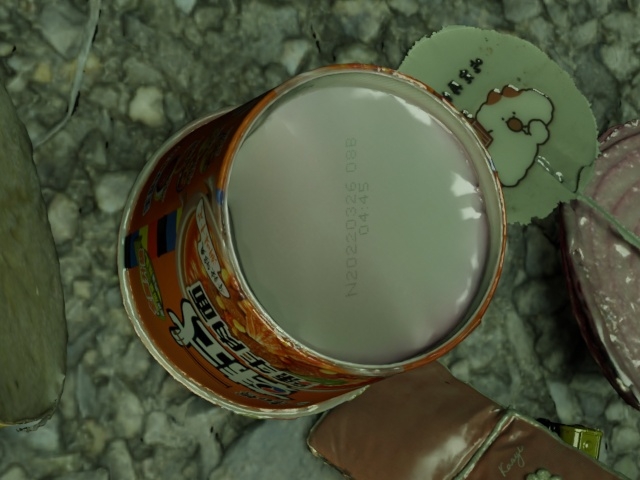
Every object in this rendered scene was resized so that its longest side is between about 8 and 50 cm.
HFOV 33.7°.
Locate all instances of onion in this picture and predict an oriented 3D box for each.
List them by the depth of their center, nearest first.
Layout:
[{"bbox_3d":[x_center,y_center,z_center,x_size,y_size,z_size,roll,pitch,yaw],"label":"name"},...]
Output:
[{"bbox_3d":[0.313,0.018,0.931,0.250,0.111,0.247,-16,71,-12],"label":"onion"}]

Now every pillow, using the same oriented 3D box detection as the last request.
[{"bbox_3d":[0.113,0.176,0.809,0.232,0.043,0.126,32,65,19],"label":"pillow"}]

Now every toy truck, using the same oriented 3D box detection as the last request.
[{"bbox_3d":[0.208,0.196,0.895,0.049,0.054,0.083,13,82,-22],"label":"toy truck"}]

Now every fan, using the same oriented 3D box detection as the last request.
[{"bbox_3d":[0.196,-0.052,0.876,0.329,0.009,0.191,40,61,4],"label":"fan"}]

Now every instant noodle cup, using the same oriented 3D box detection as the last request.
[{"bbox_3d":[0.000,0.000,0.734,0.250,0.192,0.250,3,81,-20],"label":"instant noodle cup"}]

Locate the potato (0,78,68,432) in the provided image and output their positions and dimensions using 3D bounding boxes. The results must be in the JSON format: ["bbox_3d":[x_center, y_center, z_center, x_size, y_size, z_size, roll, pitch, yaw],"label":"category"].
[{"bbox_3d":[-0.357,-0.044,0.615,0.296,0.290,0.397,-14,134,5],"label":"potato"}]
